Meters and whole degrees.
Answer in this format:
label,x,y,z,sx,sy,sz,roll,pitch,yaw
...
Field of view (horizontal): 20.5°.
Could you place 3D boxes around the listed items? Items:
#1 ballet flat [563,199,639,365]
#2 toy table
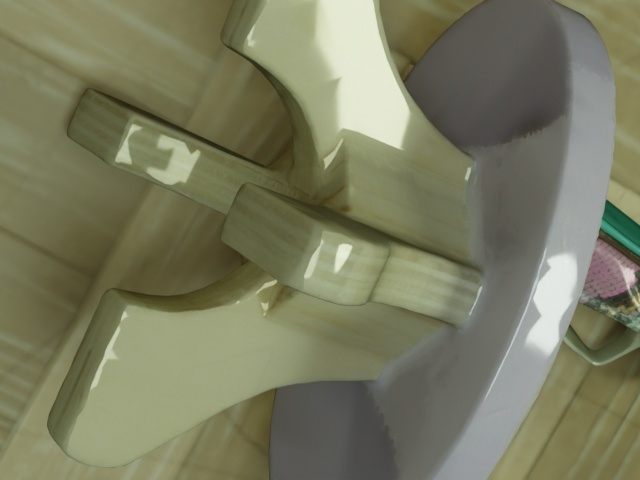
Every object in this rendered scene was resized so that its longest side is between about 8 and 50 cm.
label,x,y,z,sx,sy,sz,roll,pitch,yaw
ballet flat,0.171,0.038,0.895,0.221,0.077,0.079,30,112,-11
toy table,0.000,0.000,0.769,0.161,0.252,0.274,21,84,-31
